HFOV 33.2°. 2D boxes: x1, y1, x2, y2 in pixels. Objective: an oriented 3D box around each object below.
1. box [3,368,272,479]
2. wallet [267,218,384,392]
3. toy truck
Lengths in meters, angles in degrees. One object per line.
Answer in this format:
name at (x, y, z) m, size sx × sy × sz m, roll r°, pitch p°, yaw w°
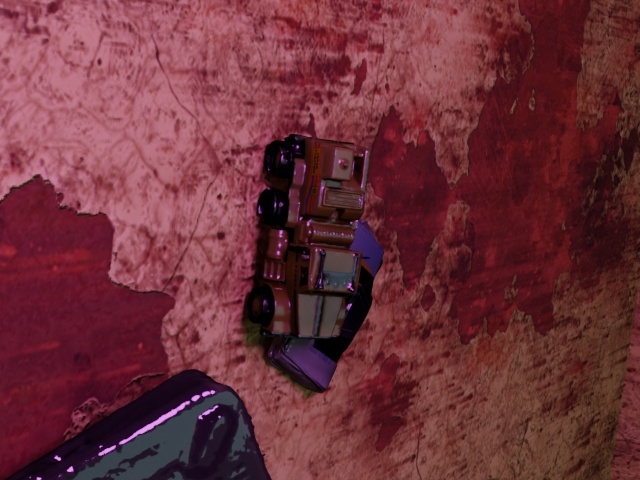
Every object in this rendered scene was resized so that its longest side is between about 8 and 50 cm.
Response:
box at (-0.195, 0.350, 1.128) m, size 0.350 × 0.091 × 0.359 m, roll -30°, pitch 118°, yaw -27°
wallet at (0.016, 0.089, 1.486) m, size 0.231 × 0.069 × 0.170 m, roll -66°, pitch 150°, yaw -17°
toy truck at (-0.003, 0.001, 1.339) m, size 0.127 × 0.127 × 0.257 m, roll 6°, pitch 96°, yaw -33°
